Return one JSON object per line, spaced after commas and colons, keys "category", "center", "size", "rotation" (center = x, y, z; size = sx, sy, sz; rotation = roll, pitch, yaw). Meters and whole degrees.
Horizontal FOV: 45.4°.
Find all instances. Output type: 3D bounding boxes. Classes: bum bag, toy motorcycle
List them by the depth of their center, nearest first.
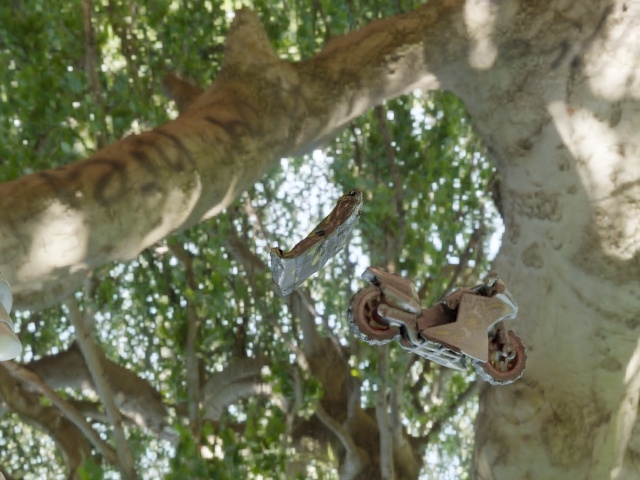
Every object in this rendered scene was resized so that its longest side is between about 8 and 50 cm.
{"category": "toy motorcycle", "center": [0.138, 0.080, 0.854], "size": [0.215, 0.122, 0.080], "rotation": [19, 155, -10]}
{"category": "bum bag", "center": [0.000, 0.000, 1.193], "size": [0.060, 0.106, 0.232], "rotation": [35, -132, 17]}

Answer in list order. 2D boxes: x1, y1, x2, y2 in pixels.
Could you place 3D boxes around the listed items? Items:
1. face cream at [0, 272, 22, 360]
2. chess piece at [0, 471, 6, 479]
{"category": "face cream", "center": [-0.430, 0.066, 0.922], "size": [0.101, 0.101, 0.252], "rotation": [-18, -143, -38]}
{"category": "chess piece", "center": [-0.332, 0.274, 0.702], "size": [0.094, 0.170, 0.094], "rotation": [16, -158, -7]}
